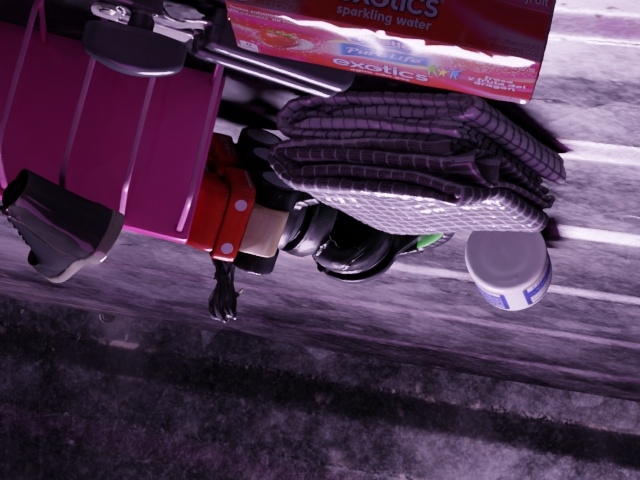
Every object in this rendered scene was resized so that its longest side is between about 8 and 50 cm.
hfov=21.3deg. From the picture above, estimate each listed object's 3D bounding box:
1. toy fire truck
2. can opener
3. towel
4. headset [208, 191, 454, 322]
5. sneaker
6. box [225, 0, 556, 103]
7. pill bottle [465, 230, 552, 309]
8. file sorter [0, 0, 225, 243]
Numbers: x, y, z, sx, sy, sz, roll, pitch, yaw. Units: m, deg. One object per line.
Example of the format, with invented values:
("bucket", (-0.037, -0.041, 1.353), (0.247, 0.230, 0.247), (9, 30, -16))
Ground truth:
("toy fire truck", (-0.161, -0.089, 2.066), (0.246, 0.158, 0.217), (13, -157, -16))
("can opener", (-0.106, -0.186, 1.746), (0.283, 0.095, 0.076), (17, 169, -18))
("towel", (0.113, -0.078, 1.971), (0.284, 0.121, 0.235), (4, 167, 34))
("headset", (0.000, 0.000, 2.312), (0.394, 0.185, 0.243), (-12, 155, 39))
("sneaker", (-0.297, -0.023, 1.834), (0.118, 0.083, 0.222), (31, 159, -18))
("box", (0.061, -0.208, 1.375), (0.257, 0.128, 0.122), (12, 169, 5))
("pill bottle", (0.268, 0.038, 2.390), (0.112, 0.112, 0.186), (10, 168, 14))
("file sorter", (-0.260, -0.144, 1.864), (0.291, 0.202, 0.182), (14, 166, -5))
